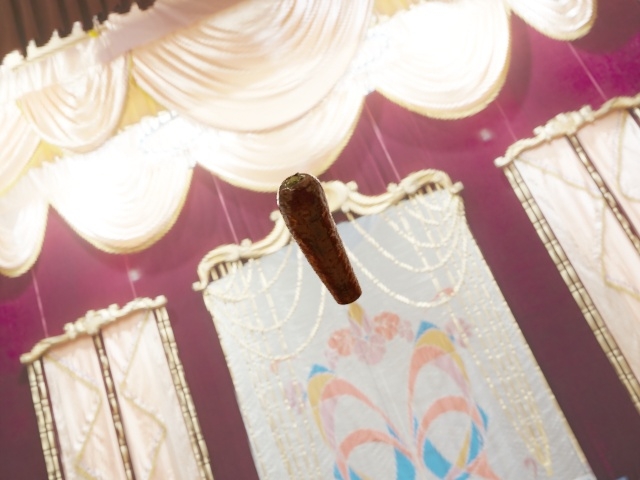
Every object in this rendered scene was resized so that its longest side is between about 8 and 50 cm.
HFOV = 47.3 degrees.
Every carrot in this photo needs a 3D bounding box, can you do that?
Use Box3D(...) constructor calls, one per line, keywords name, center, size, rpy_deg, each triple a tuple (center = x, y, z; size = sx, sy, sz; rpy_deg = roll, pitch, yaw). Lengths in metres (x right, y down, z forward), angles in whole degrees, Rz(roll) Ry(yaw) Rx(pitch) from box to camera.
Box3D(name="carrot", center=(0.000, 0.000, 0.457), size=(0.032, 0.032, 0.093), rpy_deg=(-24, -61, 3))
